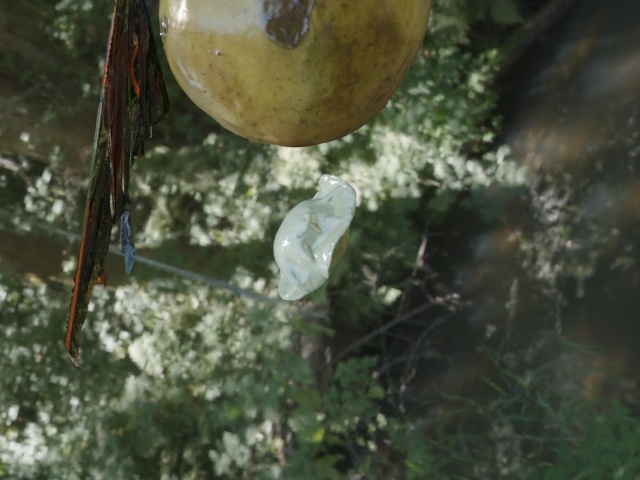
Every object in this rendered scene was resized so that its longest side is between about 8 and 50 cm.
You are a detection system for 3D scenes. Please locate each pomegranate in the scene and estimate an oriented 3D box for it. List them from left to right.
[{"bbox_3d":[-0.022,-0.235,0.982,0.281,0.281,0.281,-162,90,-73],"label":"pomegranate"}]

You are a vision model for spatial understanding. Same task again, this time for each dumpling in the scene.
[{"bbox_3d":[0.000,0.002,1.335,0.169,0.100,0.134,-48,24,-15],"label":"dumpling"}]

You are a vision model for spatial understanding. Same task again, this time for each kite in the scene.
[{"bbox_3d":[-0.111,-0.074,0.572,0.321,0.016,0.234,-92,9,-59],"label":"kite"}]
